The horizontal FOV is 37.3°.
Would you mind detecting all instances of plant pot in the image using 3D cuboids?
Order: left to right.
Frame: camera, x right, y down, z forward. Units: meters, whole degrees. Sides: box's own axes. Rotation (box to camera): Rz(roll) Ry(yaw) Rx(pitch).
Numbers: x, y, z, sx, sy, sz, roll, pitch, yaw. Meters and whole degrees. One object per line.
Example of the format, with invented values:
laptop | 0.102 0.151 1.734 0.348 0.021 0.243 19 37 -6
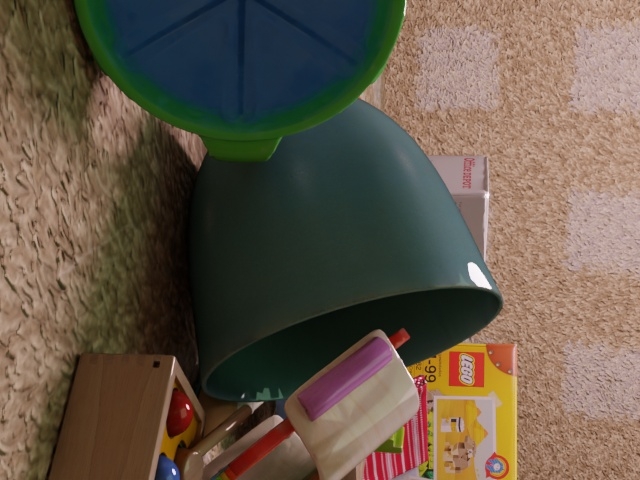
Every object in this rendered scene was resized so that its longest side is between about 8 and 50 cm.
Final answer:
plant pot | 0.000 0.000 0.935 0.293 0.293 0.235 67 6 -69

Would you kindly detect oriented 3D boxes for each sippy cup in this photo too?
sippy cup | -0.060 -0.231 0.742 0.305 0.240 0.224 -46 -154 26

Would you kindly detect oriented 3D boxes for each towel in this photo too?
towel | 0.076 0.360 1.630 0.031 0.275 0.198 35 -43 49

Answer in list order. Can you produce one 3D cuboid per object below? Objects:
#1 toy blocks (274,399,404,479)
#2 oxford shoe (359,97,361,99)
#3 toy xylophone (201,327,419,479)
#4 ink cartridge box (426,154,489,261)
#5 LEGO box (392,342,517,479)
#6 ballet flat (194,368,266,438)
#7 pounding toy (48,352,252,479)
toy blocks | 0.014 0.173 1.250 0.381 0.191 0.260 -73 163 -62
oxford shoe | -0.063 -0.177 1.034 0.363 0.133 0.130 57 38 -42
toy xylophone | -0.036 0.201 0.869 0.236 0.081 0.322 -32 171 -39
ink cartridge box | 0.129 -0.057 1.612 0.223 0.308 0.129 -67 156 -67
LEGO box | 0.187 0.455 1.828 0.193 0.373 0.500 63 29 -73
ballet flat | -0.082 0.140 1.044 0.232 0.073 0.080 -73 161 -60
pounding toy | -0.120 0.156 0.709 0.141 0.100 0.130 78 16 -56
